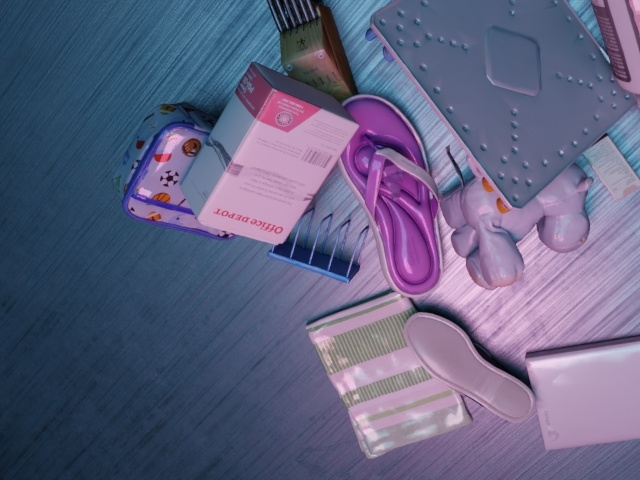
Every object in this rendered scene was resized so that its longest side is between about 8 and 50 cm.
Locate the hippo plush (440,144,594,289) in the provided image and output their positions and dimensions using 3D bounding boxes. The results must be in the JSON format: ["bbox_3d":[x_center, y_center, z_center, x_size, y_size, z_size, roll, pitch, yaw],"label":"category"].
[{"bbox_3d":[0.368,-0.069,1.648,0.237,0.234,0.294,-18,106,-9],"label":"hippo plush"}]

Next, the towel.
[{"bbox_3d":[0.137,0.279,1.852,0.248,0.038,0.324,-24,97,18],"label":"towel"}]

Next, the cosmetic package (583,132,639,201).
[{"bbox_3d":[0.539,-0.135,1.642,0.060,0.041,0.115,-34,94,19],"label":"cosmetic package"}]

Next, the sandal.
[{"bbox_3d":[0.154,-0.086,1.695,0.169,0.102,0.416,-24,103,-9],"label":"sandal"}]

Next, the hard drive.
[{"bbox_3d":[0.577,0.296,1.744,0.308,0.040,0.203,-12,101,16],"label":"hard drive"}]

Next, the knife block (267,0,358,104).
[{"bbox_3d":[-0.014,-0.394,1.706,0.088,0.242,0.275,-16,144,18],"label":"knife block"}]

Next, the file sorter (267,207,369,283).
[{"bbox_3d":[0.000,0.000,1.775,0.170,0.118,0.104,18,104,9],"label":"file sorter"}]

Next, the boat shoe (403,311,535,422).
[{"bbox_3d":[0.288,0.256,1.777,0.302,0.091,0.114,42,85,4],"label":"boat shoe"}]

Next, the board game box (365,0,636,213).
[{"bbox_3d":[0.316,-0.295,1.513,0.390,0.390,0.050,52,150,-1],"label":"board game box"}]

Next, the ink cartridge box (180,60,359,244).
[{"bbox_3d":[-0.097,-0.152,1.622,0.283,0.207,0.117,-56,43,20],"label":"ink cartridge box"}]

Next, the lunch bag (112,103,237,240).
[{"bbox_3d":[-0.236,-0.120,1.728,0.243,0.303,0.115,-58,43,17],"label":"lunch bag"}]

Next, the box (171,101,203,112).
[{"bbox_3d":[-0.273,-0.212,1.803,0.101,0.087,0.102,29,108,5],"label":"box"}]

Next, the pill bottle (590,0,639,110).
[{"bbox_3d":[0.562,-0.355,1.482,0.176,0.176,0.318,-19,118,18],"label":"pill bottle"}]
